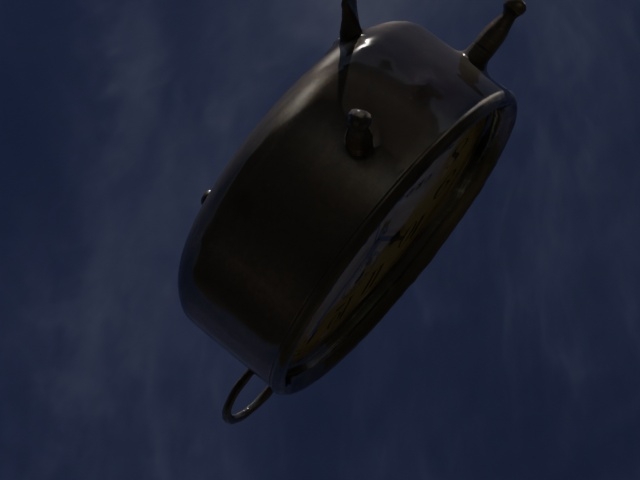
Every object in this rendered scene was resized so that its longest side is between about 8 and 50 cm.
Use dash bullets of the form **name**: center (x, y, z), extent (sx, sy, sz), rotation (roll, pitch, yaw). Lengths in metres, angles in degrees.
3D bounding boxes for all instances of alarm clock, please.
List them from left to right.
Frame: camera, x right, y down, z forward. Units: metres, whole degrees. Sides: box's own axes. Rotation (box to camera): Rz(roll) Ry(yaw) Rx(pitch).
- **alarm clock**: center (0.000, 0.000, 0.621), extent (0.064, 0.129, 0.192), rotation (36, -49, 14)
